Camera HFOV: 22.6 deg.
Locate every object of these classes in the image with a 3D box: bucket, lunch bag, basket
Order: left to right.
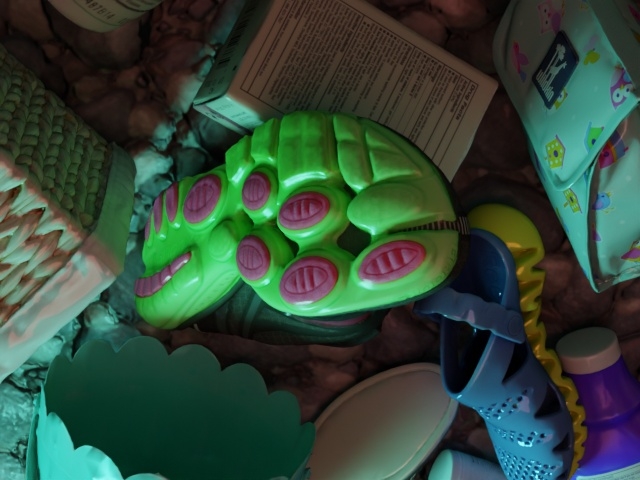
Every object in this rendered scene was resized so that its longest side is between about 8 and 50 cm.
[{"bbox_3d":[-0.367,-0.006,1.426,0.328,0.331,0.266,-41,108,9],"label":"basket"},{"bbox_3d":[-0.158,0.240,1.586,0.281,0.281,0.183,10,113,-11],"label":"bucket"},{"bbox_3d":[0.262,-0.120,1.468,0.160,0.223,0.262,-19,141,1],"label":"lunch bag"}]

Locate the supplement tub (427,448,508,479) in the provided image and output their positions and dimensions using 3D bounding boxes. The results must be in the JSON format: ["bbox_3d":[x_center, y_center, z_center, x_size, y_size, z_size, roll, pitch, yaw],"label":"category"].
[{"bbox_3d":[0.176,0.274,1.738,0.107,0.071,0.071,18,108,-14],"label":"supplement tub"}]

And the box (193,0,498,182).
[{"bbox_3d":[0.022,-0.137,1.506,0.232,0.127,0.149,30,80,-17],"label":"box"}]

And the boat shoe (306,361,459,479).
[{"bbox_3d":[0.031,0.256,1.719,0.319,0.116,0.099,-46,153,4],"label":"boat shoe"}]

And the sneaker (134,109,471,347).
[{"bbox_3d":[0.000,0.000,1.443,0.202,0.483,0.185,11,81,-27],"label":"sneaker"}]

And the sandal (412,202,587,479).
[{"bbox_3d":[0.174,0.129,1.634,0.138,0.126,0.317,-31,109,-36],"label":"sandal"}]

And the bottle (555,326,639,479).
[{"bbox_3d":[0.315,0.230,1.725,0.118,0.092,0.283,-18,112,0],"label":"bottle"}]

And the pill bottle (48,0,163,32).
[{"bbox_3d":[-0.092,-0.346,1.356,0.361,0.204,0.204,-27,113,18],"label":"pill bottle"}]
